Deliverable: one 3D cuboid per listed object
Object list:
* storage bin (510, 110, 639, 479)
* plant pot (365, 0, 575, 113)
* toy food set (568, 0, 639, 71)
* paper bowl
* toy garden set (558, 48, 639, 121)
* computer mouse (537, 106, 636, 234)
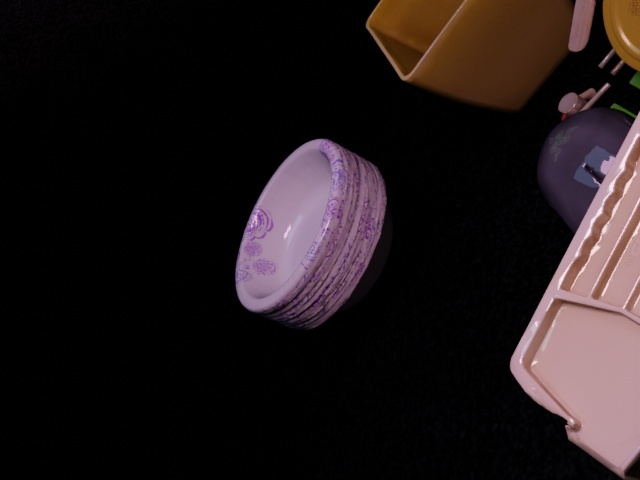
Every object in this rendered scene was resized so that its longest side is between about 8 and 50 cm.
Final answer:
[{"bbox_3d":[0.300,0.049,0.539,0.260,0.262,0.123,-63,29,3],"label":"storage bin"},{"bbox_3d":[0.215,-0.291,1.065,0.212,0.187,0.212,-52,30,22],"label":"plant pot"},{"bbox_3d":[0.349,-0.228,0.779,0.218,0.071,0.128,36,138,52],"label":"toy food set"},{"bbox_3d":[0.000,0.000,1.239,0.284,0.148,0.284,-40,36,38],"label":"paper bowl"},{"bbox_3d":[0.343,-0.147,0.871,0.244,0.049,0.204,-56,30,17],"label":"toy garden set"},{"bbox_3d":[0.296,-0.043,0.756,0.188,0.072,0.272,-56,44,19],"label":"computer mouse"}]
